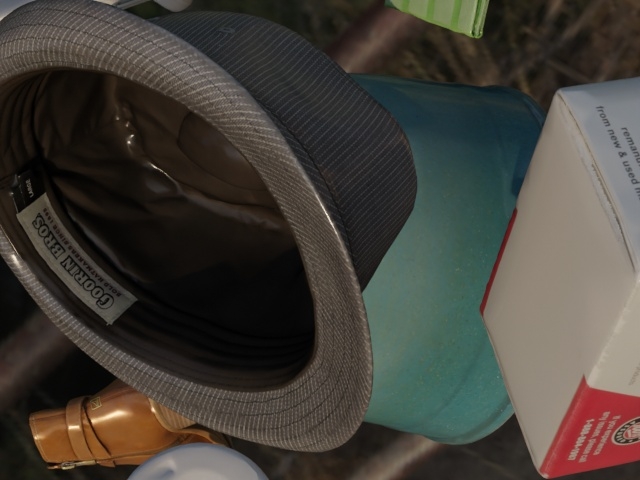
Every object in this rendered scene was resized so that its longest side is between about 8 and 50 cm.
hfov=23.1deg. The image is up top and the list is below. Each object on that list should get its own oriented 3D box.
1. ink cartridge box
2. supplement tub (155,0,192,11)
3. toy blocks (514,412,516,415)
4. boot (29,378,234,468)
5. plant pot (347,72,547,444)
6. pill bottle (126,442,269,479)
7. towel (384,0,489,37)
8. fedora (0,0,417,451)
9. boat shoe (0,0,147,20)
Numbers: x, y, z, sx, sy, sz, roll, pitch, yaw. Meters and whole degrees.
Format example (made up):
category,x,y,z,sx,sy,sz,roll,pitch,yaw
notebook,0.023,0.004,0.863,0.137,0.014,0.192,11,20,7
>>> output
category,x,y,z,sx,sy,sz,roll,pitch,yaw
ink cartridge box,0.266,0.007,0.884,0.226,0.306,0.131,100,155,-54
supplement tub,-0.141,-0.357,1.642,0.199,0.144,0.144,-49,35,8
toy blocks,0.302,0.023,1.550,0.260,0.309,0.288,19,118,49
boot,-0.219,0.247,1.881,0.220,0.283,0.109,-16,64,-4
plant pot,0.000,0.000,1.124,0.272,0.255,0.271,-33,53,58
pill bottle,-0.121,0.332,1.579,0.283,0.160,0.160,93,178,-57
towel,0.093,-0.226,1.093,0.113,0.023,0.152,33,119,52
fedora,-0.050,-0.028,0.781,0.275,0.243,0.124,10,38,40
boat shoe,-0.301,-0.278,1.836,0.268,0.088,0.096,-26,40,-9
